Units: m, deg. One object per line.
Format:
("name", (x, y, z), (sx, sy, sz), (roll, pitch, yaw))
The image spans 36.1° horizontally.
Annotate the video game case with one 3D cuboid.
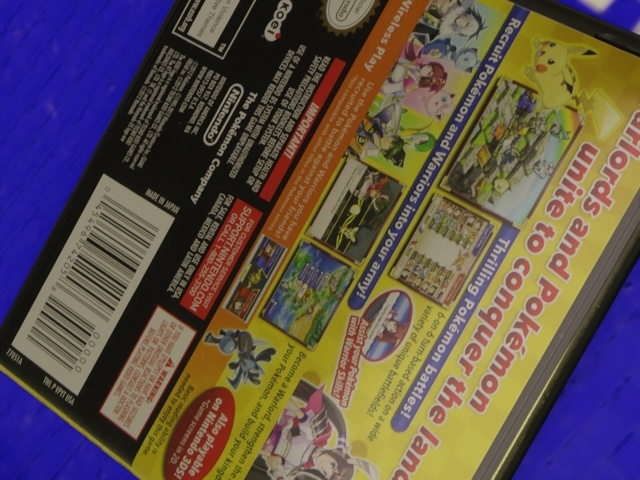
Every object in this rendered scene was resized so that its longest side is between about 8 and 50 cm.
("video game case", (0.000, 0.000, 0.445), (0.248, 0.035, 0.275), (31, 94, 24))
